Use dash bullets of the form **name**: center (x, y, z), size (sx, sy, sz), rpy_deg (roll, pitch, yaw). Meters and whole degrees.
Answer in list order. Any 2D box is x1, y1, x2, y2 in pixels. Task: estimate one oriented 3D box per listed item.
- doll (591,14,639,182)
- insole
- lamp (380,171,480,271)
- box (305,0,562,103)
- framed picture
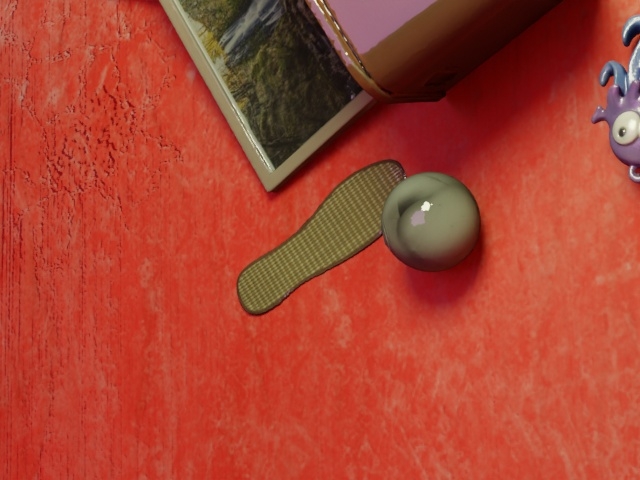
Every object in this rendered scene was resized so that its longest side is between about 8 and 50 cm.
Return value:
- **doll**: center (0.321, -0.151, 1.579), size (0.110, 0.067, 0.206), rpy_deg (1, 70, 27)
- **insole**: center (0.000, 0.000, 1.806), size (0.253, 0.005, 0.086), rpy_deg (-39, 60, 22)
- **lamp**: center (0.113, -0.019, 1.669), size (0.105, 0.105, 0.105), rpy_deg (-9, 75, 34)
- **box**: center (0.090, -0.339, 1.636), size (0.229, 0.239, 0.339), rpy_deg (-34, 81, 20)
- **framed picture**: center (-0.054, -0.250, 1.839), size (0.240, 0.020, 0.324), rpy_deg (-39, 71, 31)
